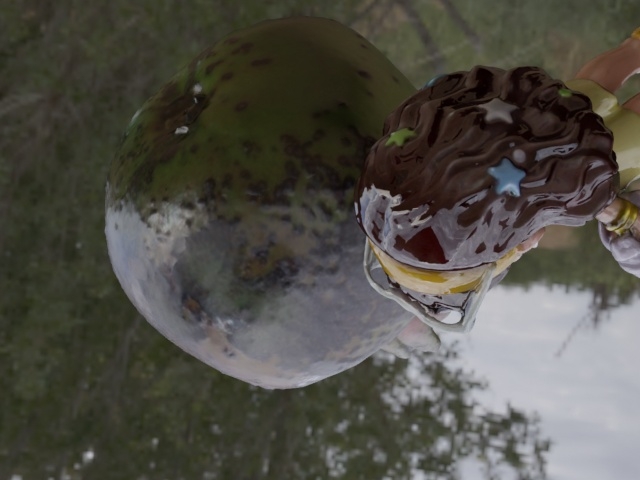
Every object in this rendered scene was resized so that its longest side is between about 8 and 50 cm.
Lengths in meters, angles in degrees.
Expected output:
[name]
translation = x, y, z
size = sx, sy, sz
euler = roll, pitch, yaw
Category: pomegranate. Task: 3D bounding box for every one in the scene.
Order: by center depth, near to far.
[pomegranate]
translation = 0.000, 0.000, 0.983
size = 0.285, 0.285, 0.340
euler = 8, 155, 44

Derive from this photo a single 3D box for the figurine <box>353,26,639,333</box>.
[figurine]
translation = 0.123, -0.045, 0.708
size = 0.240, 0.116, 0.174
euler = -25, -134, -34
